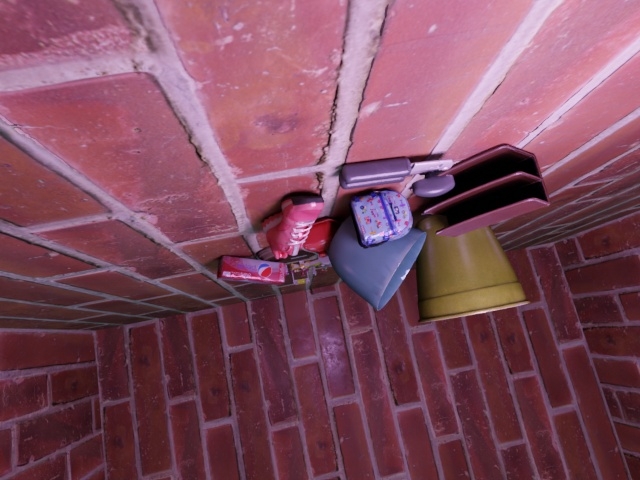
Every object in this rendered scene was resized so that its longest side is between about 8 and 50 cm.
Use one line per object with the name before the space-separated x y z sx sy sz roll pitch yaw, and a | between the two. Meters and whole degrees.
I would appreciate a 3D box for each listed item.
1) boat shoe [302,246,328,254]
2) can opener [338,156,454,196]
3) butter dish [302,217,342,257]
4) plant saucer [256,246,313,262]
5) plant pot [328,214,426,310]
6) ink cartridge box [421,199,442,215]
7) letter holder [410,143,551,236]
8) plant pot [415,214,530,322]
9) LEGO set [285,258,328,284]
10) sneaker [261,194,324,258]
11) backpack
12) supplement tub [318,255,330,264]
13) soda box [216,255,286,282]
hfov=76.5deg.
boat shoe | 0.010 0.018 1.581 0.065 0.075 0.206 -18 162 39
can opener | 0.189 -0.145 0.967 0.283 0.095 0.076 -9 167 -12
butter dish | 0.000 0.000 1.389 0.160 0.118 0.160 -16 168 18
plant saucer | -0.125 0.051 1.690 0.277 0.041 0.278 -12 168 -3
plant pot | 0.169 0.041 1.333 0.293 0.235 0.293 -47 158 -26
ink cartridge box | 0.487 -0.130 1.416 0.223 0.045 0.224 -19 165 34
letter holder | 0.435 -0.128 1.144 0.214 0.152 0.301 3 161 -42
plant pot | 0.487 0.080 1.422 0.366 0.353 0.366 -10 168 -2
LEGO set | -0.050 0.152 2.045 0.286 0.107 0.132 -11 168 -2
sneaker | -0.067 -0.032 1.146 0.115 0.136 0.314 -6 166 -28
backpack | 0.180 -0.070 1.154 0.173 0.158 0.117 -14 175 -2
supplement tub | 0.033 0.082 1.897 0.071 0.071 0.107 -14 168 10
soda box | -0.278 0.125 1.643 0.263 0.084 0.092 9 162 -24
